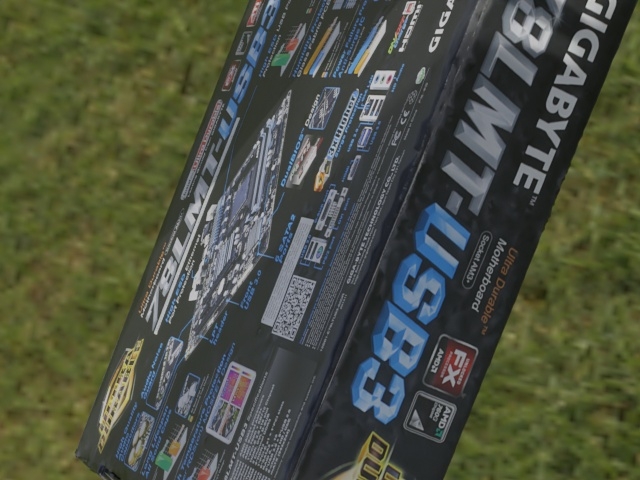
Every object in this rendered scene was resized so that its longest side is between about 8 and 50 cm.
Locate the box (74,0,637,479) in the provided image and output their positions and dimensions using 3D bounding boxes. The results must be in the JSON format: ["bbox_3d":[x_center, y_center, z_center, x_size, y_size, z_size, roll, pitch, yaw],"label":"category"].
[{"bbox_3d":[0.000,0.000,0.884,0.296,0.073,0.293,-69,20,-4],"label":"box"}]
